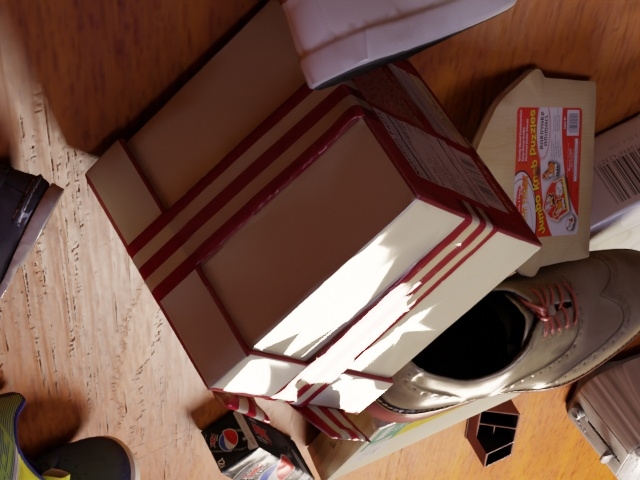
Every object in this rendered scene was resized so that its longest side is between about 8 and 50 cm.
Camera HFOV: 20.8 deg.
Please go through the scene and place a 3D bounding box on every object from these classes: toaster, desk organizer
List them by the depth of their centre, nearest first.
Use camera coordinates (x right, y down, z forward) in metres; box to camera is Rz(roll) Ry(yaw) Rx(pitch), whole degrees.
[{"bbox_3d":[0.221,0.238,2.240,0.047,0.050,0.130,-23,152,-13],"label":"desk organizer"},{"bbox_3d":[0.454,0.228,2.343,0.227,0.146,0.129,-18,151,-22],"label":"toaster"}]

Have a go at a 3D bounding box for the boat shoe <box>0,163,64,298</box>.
[{"bbox_3d":[-0.271,0.009,1.398,0.065,0.075,0.206,30,134,-10],"label":"boat shoe"}]

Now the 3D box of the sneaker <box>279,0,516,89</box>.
[{"bbox_3d":[0.060,-0.200,1.308,0.106,0.123,0.290,-24,-179,30],"label":"sneaker"}]

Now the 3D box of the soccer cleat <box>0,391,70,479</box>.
[{"bbox_3d":[-0.271,0.278,1.635,0.121,0.289,0.093,-28,-162,-27],"label":"soccer cleat"}]

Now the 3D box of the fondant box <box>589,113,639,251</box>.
[{"bbox_3d":[0.352,-0.015,1.894,0.238,0.096,0.330,-27,154,-5],"label":"fondant box"}]

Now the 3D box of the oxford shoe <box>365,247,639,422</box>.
[{"bbox_3d":[0.204,0.084,1.653,0.348,0.123,0.130,-22,173,-24],"label":"oxford shoe"}]

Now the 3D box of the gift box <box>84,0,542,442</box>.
[{"bbox_3d":[0.000,0.000,1.412,0.258,0.255,0.276,-41,147,17],"label":"gift box"}]

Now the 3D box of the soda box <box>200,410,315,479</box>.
[{"bbox_3d":[-0.068,0.243,1.959,0.053,0.060,0.169,-35,152,8],"label":"soda box"}]

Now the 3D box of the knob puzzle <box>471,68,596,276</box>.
[{"bbox_3d":[0.186,-0.063,1.613,0.030,0.213,0.213,7,-170,42],"label":"knob puzzle"}]

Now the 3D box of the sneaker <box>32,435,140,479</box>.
[{"bbox_3d":[-0.344,0.288,1.704,0.350,0.131,0.148,-32,145,-5],"label":"sneaker"}]

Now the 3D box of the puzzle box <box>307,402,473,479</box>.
[{"bbox_3d":[0.140,0.165,1.916,0.272,0.052,0.409,-22,169,-14],"label":"puzzle box"}]
